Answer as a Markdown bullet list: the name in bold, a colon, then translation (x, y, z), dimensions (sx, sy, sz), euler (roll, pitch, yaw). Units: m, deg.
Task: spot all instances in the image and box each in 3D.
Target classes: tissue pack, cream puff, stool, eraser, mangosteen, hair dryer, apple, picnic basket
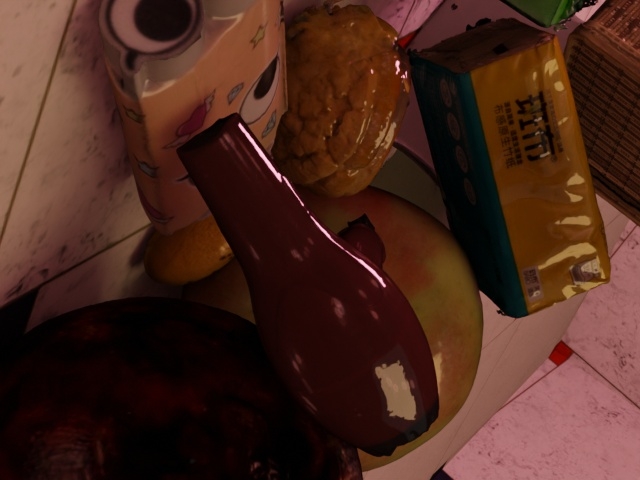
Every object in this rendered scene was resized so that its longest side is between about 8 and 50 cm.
- **tissue pack**: translation (0.198, -0.081, 1.703), dimensions (0.134, 0.271, 0.192), euler (-19, -162, -9)
- **cream puff**: translation (0.007, -0.137, 1.543), dimensions (0.189, 0.129, 0.189), euler (-165, -90, -72)
- **stool**: translation (0.183, -0.150, 1.963), dimensions (0.270, 0.170, 0.243), euler (-50, 163, -14)
- **eraser**: translation (-0.101, -0.131, 1.333), dimensions (0.171, 0.087, 0.290), euler (-50, 164, -19)
- **mangosteen**: translation (-0.147, 0.258, 1.463), dimensions (0.381, 0.381, 0.421), euler (-42, 156, -36)
- **hair dryer**: translation (0.000, 0.000, 1.425), dimensions (0.123, 0.312, 0.340), euler (-28, -165, 14)
- **apple**: translation (0.011, 0.087, 1.720), dimensions (0.319, 0.319, 0.277), euler (-53, -176, -2)
- **picnic basket**: translation (0.378, -0.140, 1.784), dimensions (0.175, 0.228, 0.313), euler (-47, 167, -16)

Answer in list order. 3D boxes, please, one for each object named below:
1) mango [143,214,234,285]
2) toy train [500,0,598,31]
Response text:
- **mango**: translation (-0.121, -0.001, 1.579), dimensions (0.114, 0.057, 0.079), euler (-37, 118, -3)
- **toy train**: translation (0.233, -0.332, 1.696), dimensions (0.243, 0.188, 0.132), euler (-38, 159, -47)
